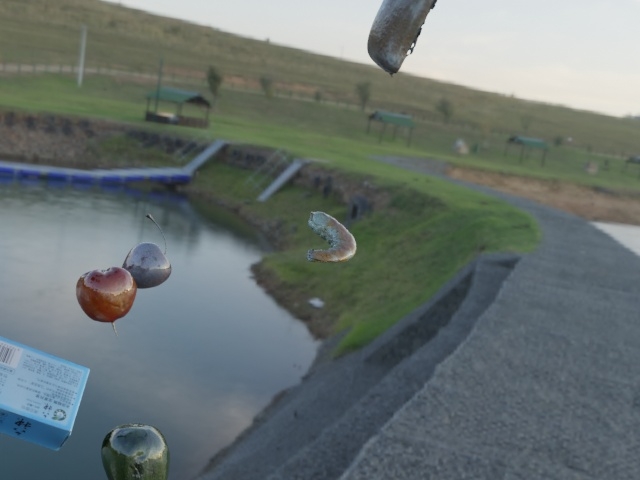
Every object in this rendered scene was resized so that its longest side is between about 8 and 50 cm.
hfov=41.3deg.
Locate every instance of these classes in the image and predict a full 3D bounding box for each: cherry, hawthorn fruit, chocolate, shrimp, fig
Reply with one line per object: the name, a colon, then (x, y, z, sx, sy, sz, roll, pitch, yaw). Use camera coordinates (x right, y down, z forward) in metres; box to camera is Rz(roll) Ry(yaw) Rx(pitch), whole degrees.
cherry: (-0.498, 0.046, 2.342, 0.148, 0.188, 0.115, -32, 1, 14)
hawthorn fruit: (-0.443, 0.114, 1.747, 0.125, 0.140, 0.125, 16, 16, -5)
chocolate: (0.163, -0.472, 1.725, 0.083, 0.261, 0.161, 23, 12, -18)
shrimp: (0.000, 0.000, 1.944, 0.161, 0.049, 0.166, 39, 39, 23)
fig: (-0.288, 0.379, 1.356, 0.117, 0.177, 0.117, -12, -3, -1)

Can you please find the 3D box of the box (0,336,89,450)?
box: (-0.552, 0.268, 1.535, 0.232, 0.083, 0.142, 25, 38, -19)
